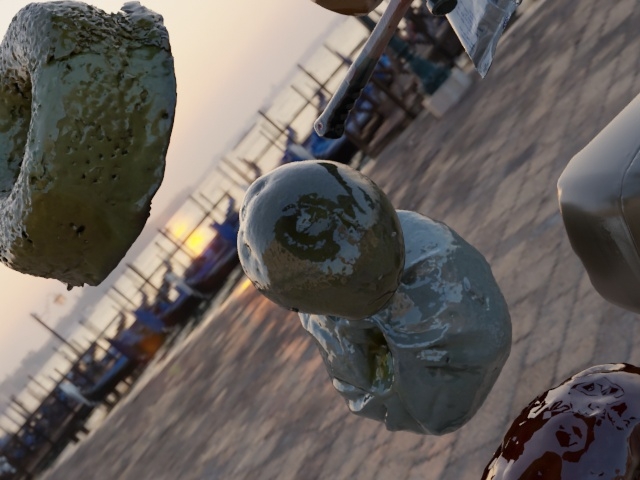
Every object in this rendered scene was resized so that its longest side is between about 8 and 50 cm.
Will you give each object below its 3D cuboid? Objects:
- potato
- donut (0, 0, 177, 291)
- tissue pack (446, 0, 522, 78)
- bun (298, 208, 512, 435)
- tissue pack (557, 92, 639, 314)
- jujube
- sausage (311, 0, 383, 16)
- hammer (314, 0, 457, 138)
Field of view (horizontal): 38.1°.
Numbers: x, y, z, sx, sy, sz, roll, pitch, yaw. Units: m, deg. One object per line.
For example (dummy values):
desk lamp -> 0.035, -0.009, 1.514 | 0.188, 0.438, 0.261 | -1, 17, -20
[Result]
potato -> 0.000, 0.000, 1.090 | 0.160, 0.235, 0.178 | -14, -52, -39
donut -> -0.233, -0.089, 0.814 | 0.272, 0.107, 0.272 | -20, 65, 52
tissue pack -> 0.164, -0.287, 1.017 | 0.122, 0.026, 0.193 | 113, 147, -45
bun -> 0.106, 0.127, 1.373 | 0.194, 0.354, 0.354 | -29, -10, -49
tissue pack -> 0.517, -0.085, 1.184 | 0.387, 0.267, 0.277 | -41, 19, -26
jujube -> 0.256, 0.309, 0.860 | 0.377, 0.276, 0.276 | -63, 10, -10
sausage -> 0.017, -0.289, 0.851 | 0.241, 0.120, 0.136 | -116, 40, -65
hammer -> 0.054, -0.202, 1.011 | 0.033, 0.111, 0.287 | -14, -25, -29
